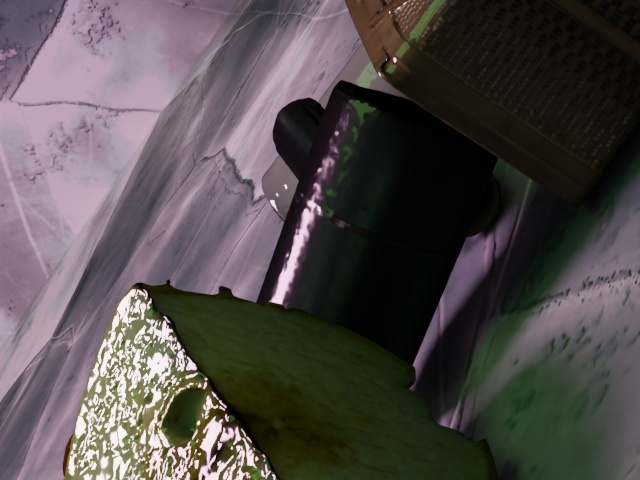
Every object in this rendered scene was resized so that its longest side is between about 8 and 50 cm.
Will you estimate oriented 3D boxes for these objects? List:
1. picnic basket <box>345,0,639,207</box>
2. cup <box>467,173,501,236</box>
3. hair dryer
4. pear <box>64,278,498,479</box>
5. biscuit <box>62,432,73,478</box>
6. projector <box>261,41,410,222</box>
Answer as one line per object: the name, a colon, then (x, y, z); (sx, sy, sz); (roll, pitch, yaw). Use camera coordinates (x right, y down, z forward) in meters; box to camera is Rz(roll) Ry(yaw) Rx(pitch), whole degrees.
picnic basket: (0.126, -0.149, 0.976); (0.139, 0.165, 0.267); (-54, 16, 15)
cup: (0.092, -0.028, 1.084); (0.083, 0.054, 0.075); (-114, 39, -76)
hair dryer: (0.000, 0.000, 1.067); (0.302, 0.116, 0.244); (-122, 53, -68)
pear: (-0.038, 0.188, 0.841); (0.292, 0.159, 0.292); (-27, 55, 46)
biscuit: (-0.243, 0.205, 1.731); (0.192, 0.049, 0.192); (-57, 14, 22)
projector: (0.085, -0.141, 1.219); (0.337, 0.108, 0.108); (-52, 16, 23)
